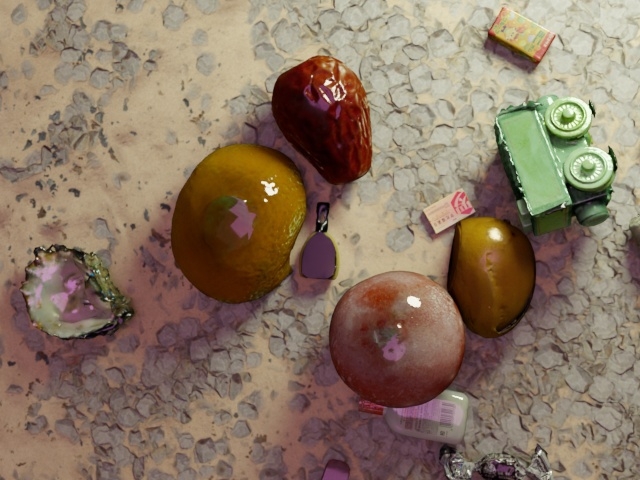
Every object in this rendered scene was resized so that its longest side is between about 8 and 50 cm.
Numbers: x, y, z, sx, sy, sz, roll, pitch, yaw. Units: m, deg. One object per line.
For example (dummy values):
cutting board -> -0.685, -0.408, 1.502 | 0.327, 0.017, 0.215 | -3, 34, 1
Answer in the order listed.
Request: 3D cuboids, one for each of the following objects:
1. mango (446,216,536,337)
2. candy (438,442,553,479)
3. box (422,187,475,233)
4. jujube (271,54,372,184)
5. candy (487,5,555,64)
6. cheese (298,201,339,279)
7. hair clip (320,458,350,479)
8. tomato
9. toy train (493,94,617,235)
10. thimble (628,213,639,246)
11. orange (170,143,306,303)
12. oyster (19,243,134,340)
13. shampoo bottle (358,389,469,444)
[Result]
mango -> 0.338, 0.073, 1.468 | 0.166, 0.136, 0.236 | 8, 97, 5
candy -> 0.353, 0.453, 1.509 | 0.226, 0.051, 0.094 | 1, 88, 9
box -> 0.264, -0.061, 1.537 | 0.093, 0.015, 0.058 | -30, 87, 8
jujube -> 0.013, -0.241, 1.509 | 0.190, 0.190, 0.255 | -23, 104, 8
candy -> 0.402, -0.412, 1.503 | 0.122, 0.038, 0.062 | 31, 95, 7
cheese -> 0.000, 0.000, 1.568 | 0.086, 0.036, 0.163 | 4, 91, 12
hair clip -> 0.020, 0.531, 1.575 | 0.054, 0.022, 0.137 | 19, 93, 5
tomato -> 0.146, 0.191, 1.449 | 0.270, 0.227, 0.270 | -2, 79, 12
toy train -> 0.444, -0.145, 1.421 | 0.188, 0.159, 0.272 | -19, 68, 11
thimble -> 0.662, -0.022, 1.435 | 0.115, 0.102, 0.090 | -28, 85, -21
orange -> -0.181, -0.039, 1.540 | 0.262, 0.196, 0.335 | 29, 102, 21
oyster -> -0.530, 0.118, 1.630 | 0.259, 0.092, 0.198 | 15, 92, 17
shampoo bottle -> 0.188, 0.348, 1.533 | 0.220, 0.051, 0.108 | 8, 91, 9
